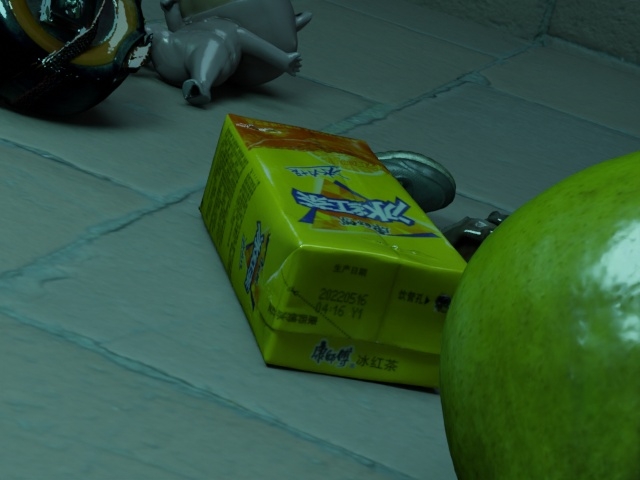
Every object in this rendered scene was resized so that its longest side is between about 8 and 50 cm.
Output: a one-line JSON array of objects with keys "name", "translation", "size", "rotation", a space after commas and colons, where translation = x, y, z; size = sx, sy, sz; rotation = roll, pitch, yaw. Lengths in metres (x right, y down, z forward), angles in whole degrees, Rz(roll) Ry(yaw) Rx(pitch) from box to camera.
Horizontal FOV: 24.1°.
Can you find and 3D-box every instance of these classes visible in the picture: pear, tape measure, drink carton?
[{"name": "pear", "translation": [0.206, 0.110, 0.875], "size": [0.287, 0.287, 0.375], "rotation": [17, 33, 3]}, {"name": "tape measure", "translation": [-0.292, -0.245, 1.644], "size": [0.202, 0.135, 0.222], "rotation": [22, 51, -29]}, {"name": "drink carton", "translation": [0.000, 0.000, 1.293], "size": [0.155, 0.111, 0.351], "rotation": [10, 19, -17]}]

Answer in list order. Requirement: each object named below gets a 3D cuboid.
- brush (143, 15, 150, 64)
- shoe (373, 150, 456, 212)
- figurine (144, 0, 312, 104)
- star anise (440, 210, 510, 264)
[{"name": "brush", "translation": [-0.267, -0.302, 2.120], "size": [0.060, 0.068, 0.297], "rotation": [32, 10, -34]}, {"name": "shoe", "translation": [0.049, -0.056, 1.599], "size": [0.195, 0.074, 0.077], "rotation": [12, 29, -6]}, {"name": "figurine", "translation": [-0.134, -0.278, 1.970], "size": [0.176, 0.186, 0.287], "rotation": [-2, 20, 38]}, {"name": "star anise", "translation": [0.239, 0.052, 1.332], "size": [0.332, 0.117, 0.331], "rotation": [15, 11, -3]}]
